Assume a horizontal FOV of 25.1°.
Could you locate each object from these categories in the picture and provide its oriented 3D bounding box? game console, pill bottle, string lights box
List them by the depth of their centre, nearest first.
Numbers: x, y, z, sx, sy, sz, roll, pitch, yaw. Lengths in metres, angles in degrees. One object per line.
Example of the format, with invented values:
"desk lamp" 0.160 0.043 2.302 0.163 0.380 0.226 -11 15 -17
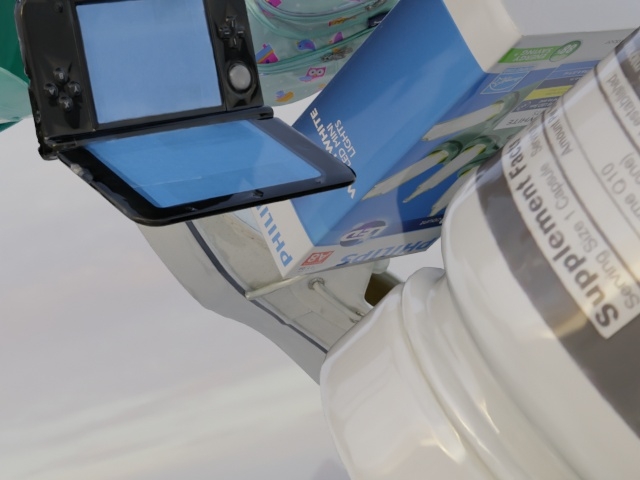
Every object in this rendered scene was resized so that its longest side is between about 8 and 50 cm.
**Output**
"pill bottle" 0.183 0.001 0.609 0.361 0.204 0.204 -43 -20 21
"game console" -0.056 -0.065 0.620 0.122 0.107 0.071 -13 5 -41
"string lights box" 0.073 -0.080 0.881 0.133 0.077 0.259 -10 -24 -39

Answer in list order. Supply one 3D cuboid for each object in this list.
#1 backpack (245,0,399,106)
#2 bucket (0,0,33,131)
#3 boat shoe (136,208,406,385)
"backpack" -0.019 -0.211 1.212 0.188 0.166 0.144 -27 -17 -1
"bucket" -0.224 -0.193 0.891 0.183 0.281 0.281 -13 -6 40
"boat shoe" 0.003 0.007 1.122 0.156 0.136 0.367 -32 -49 16
